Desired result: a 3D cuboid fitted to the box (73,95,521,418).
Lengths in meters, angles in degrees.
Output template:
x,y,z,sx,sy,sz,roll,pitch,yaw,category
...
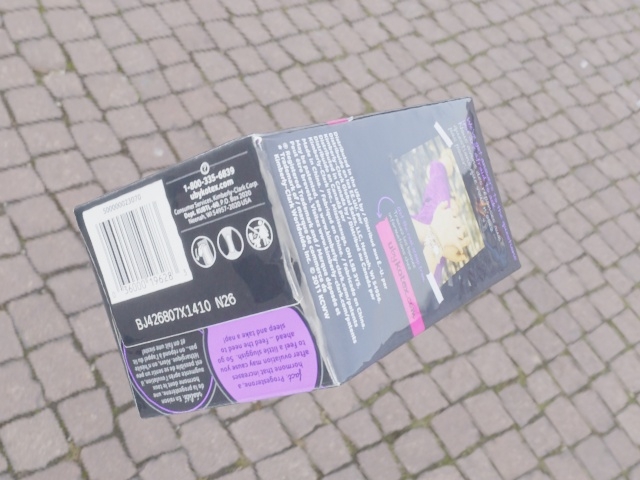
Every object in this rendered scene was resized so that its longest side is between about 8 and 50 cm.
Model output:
x,y,z,sx,sy,sz,roll,pitch,yaw,category
0.000,0.000,0.605,0.270,0.165,0.143,-20,94,-55,box
